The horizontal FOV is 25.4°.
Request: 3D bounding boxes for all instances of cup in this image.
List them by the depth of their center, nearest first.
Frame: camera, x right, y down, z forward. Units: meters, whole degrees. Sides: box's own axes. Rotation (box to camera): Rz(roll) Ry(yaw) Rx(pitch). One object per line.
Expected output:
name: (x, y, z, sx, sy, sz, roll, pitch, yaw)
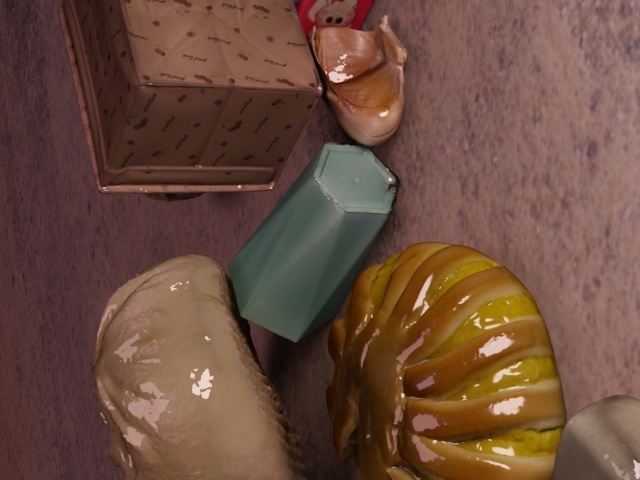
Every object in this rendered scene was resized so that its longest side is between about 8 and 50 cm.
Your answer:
cup: (0.000, 0.000, 1.667, 0.235, 0.148, 0.134, -53, 16, 47)

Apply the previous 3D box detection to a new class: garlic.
garlic: (0.039, -0.182, 1.623, 0.124, 0.099, 0.174, 99, 157, -47)

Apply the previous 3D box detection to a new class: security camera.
security camera: (0.242, 0.266, 1.190, 0.157, 0.080, 0.301, 54, 148, 42)

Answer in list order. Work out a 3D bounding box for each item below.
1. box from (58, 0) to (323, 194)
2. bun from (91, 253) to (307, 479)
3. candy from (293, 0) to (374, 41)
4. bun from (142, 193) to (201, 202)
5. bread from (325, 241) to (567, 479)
box: (-0.158, -0.227, 1.661, 0.190, 0.225, 0.297, 121, 140, -49)
bun: (-0.160, 0.209, 1.763, 0.365, 0.219, 0.365, -21, -90, -87)
candy: (0.001, -0.330, 1.701, 0.306, 0.100, 0.157, -61, 38, 44)
bun: (-0.196, -0.169, 2.068, 0.244, 0.153, 0.243, 177, 90, -85)
bread: (0.107, 0.155, 1.381, 0.333, 0.160, 0.333, -7, 82, 63)
